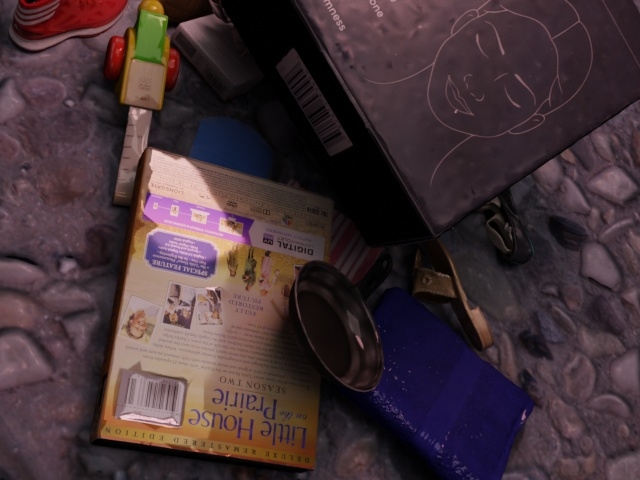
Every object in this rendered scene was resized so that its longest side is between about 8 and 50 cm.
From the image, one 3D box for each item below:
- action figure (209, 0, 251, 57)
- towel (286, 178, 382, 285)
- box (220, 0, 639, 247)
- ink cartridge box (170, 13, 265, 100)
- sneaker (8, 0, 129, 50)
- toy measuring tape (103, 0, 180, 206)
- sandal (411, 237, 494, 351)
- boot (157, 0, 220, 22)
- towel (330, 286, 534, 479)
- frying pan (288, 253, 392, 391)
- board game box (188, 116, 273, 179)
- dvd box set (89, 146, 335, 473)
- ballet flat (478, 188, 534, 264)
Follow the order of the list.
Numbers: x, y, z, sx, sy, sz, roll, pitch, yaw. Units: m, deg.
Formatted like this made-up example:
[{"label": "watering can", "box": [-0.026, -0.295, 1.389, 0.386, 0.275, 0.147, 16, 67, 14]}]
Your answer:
[{"label": "action figure", "box": [-0.084, -0.433, 1.466, 0.185, 0.099, 0.285, 42, 64, -50]}, {"label": "towel", "box": [0.000, 0.000, 1.397, 0.197, 0.029, 0.144, 35, 54, -6]}, {"label": "box", "box": [0.183, -0.312, 1.327, 0.472, 0.297, 0.479, -33, 96, -15]}, {"label": "ink cartridge box", "box": [-0.153, -0.326, 1.494, 0.145, 0.045, 0.179, 49, 36, 4]}, {"label": "sneaker", "box": [-0.375, -0.380, 1.344, 0.087, 0.128, 0.221, 46, 54, 1]}, {"label": "toy measuring tape", "box": [-0.286, -0.212, 1.340, 0.121, 0.121, 0.330, 9, 84, -22]}, {"label": "sandal", "box": [0.190, 0.083, 1.418, 0.079, 0.088, 0.240, -25, 72, -12]}, {"label": "boot", "box": [-0.233, -0.494, 1.492, 0.262, 0.095, 0.203, -34, 84, -39]}, {"label": "towel", "box": [0.171, 0.238, 1.340, 0.308, 0.076, 0.227, 42, 47, -1]}, {"label": "frying pan", "box": [0.026, 0.080, 1.250, 0.197, 0.053, 0.326, 46, 30, -27]}, {"label": "board game box", "box": [-0.150, -0.114, 1.380, 0.133, 0.033, 0.168, 24, 62, -20]}, {"label": "dvd box set", "box": [-0.138, 0.099, 1.230, 0.308, 0.062, 0.420, 13, 65, -22]}, {"label": "ballet flat", "box": [0.319, -0.049, 1.560, 0.074, 0.074, 0.203, -11, 73, -31]}]
